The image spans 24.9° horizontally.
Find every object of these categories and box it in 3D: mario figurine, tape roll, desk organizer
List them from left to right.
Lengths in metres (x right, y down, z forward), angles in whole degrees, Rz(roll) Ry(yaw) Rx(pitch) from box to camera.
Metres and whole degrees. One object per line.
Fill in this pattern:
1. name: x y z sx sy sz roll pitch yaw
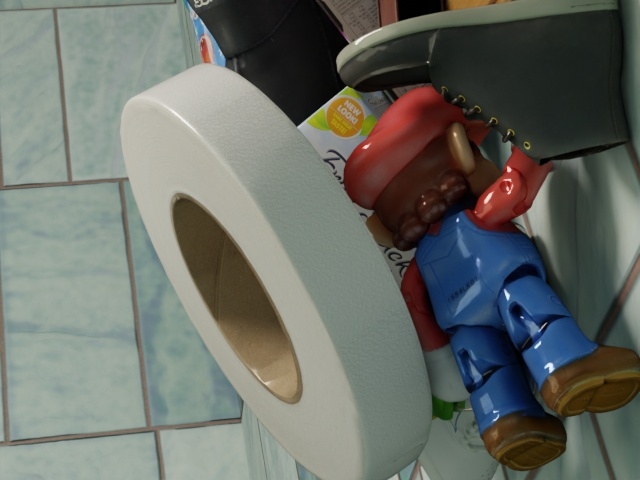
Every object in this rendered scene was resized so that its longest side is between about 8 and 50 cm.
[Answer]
1. tape roll: -0.045 0.036 1.251 0.392 0.072 0.392 50 158 29
2. desk organizer: 0.075 -0.234 1.241 0.050 0.047 0.130 172 93 -77
3. mario figurine: 0.143 0.011 1.142 0.170 0.198 0.320 63 -177 -61

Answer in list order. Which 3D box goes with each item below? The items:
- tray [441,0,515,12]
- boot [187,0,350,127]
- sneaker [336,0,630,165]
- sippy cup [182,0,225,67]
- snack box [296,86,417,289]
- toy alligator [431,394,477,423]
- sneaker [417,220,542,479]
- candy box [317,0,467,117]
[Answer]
1. tray: 0.156 -0.272 1.115 0.411 0.076 0.202 121 143 -74
2. boot: 0.036 -0.150 1.548 0.146 0.367 0.445 -18 100 42
3. sneaker: 0.115 -0.108 1.068 0.083 0.222 0.118 -4 -93 -61
4. sippy cup: -0.052 -0.253 1.744 0.240 0.306 0.224 127 144 -49
5. snack box: 0.038 -0.020 1.357 0.207 0.174 0.070 53 -155 1
6. toy alligator: 0.084 0.131 1.252 0.190 0.051 0.056 30 126 56
7. sneaker: 0.140 0.130 1.286 0.129 0.111 0.297 -115 22 -49
8. candy box: 0.049 -0.219 1.367 0.233 0.071 0.159 50 -171 -25
